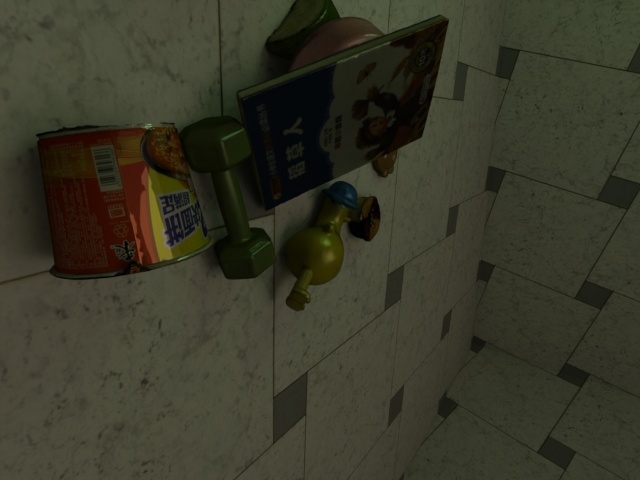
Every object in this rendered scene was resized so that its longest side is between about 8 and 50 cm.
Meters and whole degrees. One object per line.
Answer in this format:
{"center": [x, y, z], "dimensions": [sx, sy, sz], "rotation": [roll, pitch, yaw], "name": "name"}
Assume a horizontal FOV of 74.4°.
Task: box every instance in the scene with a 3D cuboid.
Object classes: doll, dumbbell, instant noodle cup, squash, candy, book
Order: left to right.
{"center": [-0.259, -0.062, 0.558], "dimensions": [0.213, 0.213, 0.174], "rotation": [-25, 113, -51], "name": "instant noodle cup"}
{"center": [-0.164, -0.069, 0.774], "dimensions": [0.108, 0.122, 0.301], "rotation": [-80, 163, -58], "name": "dumbbell"}
{"center": [0.000, 0.000, 1.047], "dimensions": [0.362, 0.145, 0.199], "rotation": [-66, -173, -32], "name": "doll"}
{"center": [0.025, -0.389, 0.949], "dimensions": [0.203, 0.111, 0.288], "rotation": [-62, 146, -20], "name": "squash"}
{"center": [0.040, -0.319, 0.861], "dimensions": [0.256, 0.094, 0.255], "rotation": [-25, 151, -15], "name": "candy"}
{"center": [0.053, -0.243, 0.845], "dimensions": [0.428, 0.039, 0.300], "rotation": [-28, 151, -15], "name": "book"}

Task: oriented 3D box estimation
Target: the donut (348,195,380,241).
{"center": [0.132, -0.068, 1.272], "dimensions": [0.140, 0.059, 0.140], "rotation": [-25, 121, -51], "name": "donut"}

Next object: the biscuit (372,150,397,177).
{"center": [0.211, -0.323, 1.323], "dimensions": [0.184, 0.035, 0.248], "rotation": [-5, 106, -56], "name": "biscuit"}
